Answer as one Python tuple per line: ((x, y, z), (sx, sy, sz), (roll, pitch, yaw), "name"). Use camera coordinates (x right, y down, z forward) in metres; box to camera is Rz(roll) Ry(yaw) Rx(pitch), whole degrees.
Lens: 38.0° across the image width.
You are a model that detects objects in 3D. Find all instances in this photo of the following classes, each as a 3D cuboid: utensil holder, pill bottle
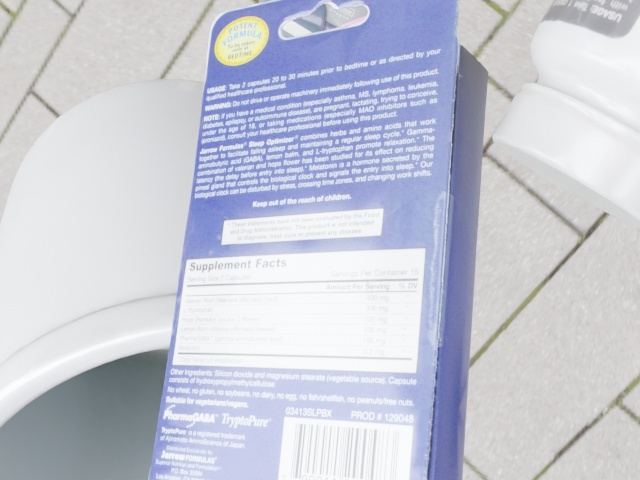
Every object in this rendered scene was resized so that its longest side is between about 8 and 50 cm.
((-0.108, 0.084, 0.718), (0.327, 0.385, 0.328), (-6, 123, -9), "utensil holder")
((0.321, -0.206, 0.844), (0.204, 0.204, 0.361), (32, 96, 12), "pill bottle")

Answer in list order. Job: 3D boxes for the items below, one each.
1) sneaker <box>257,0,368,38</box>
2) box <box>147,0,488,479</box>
((0.078, -0.253, 1.148), (0.319, 0.112, 0.131), (26, 93, -12), "sneaker")
((0.000, 0.000, 0.398), (0.136, 0.036, 0.225), (-3, 75, 33), "box")
